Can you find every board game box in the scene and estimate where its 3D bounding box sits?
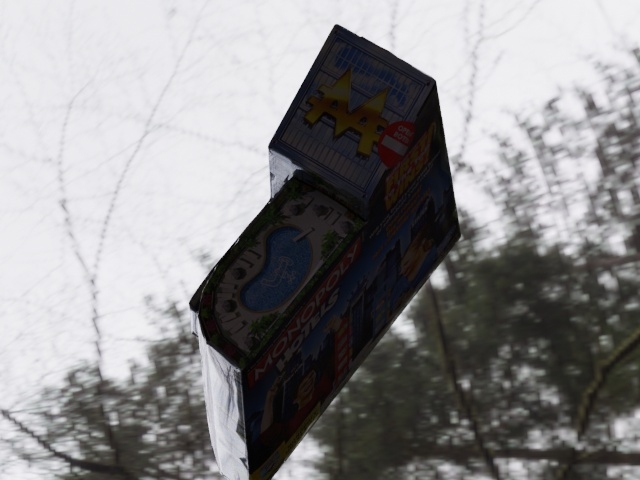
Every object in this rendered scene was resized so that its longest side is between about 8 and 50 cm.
[{"bbox_3d":[0.000,0.000,0.788,0.060,0.194,0.194,31,-118,18],"label":"board game box"}]
